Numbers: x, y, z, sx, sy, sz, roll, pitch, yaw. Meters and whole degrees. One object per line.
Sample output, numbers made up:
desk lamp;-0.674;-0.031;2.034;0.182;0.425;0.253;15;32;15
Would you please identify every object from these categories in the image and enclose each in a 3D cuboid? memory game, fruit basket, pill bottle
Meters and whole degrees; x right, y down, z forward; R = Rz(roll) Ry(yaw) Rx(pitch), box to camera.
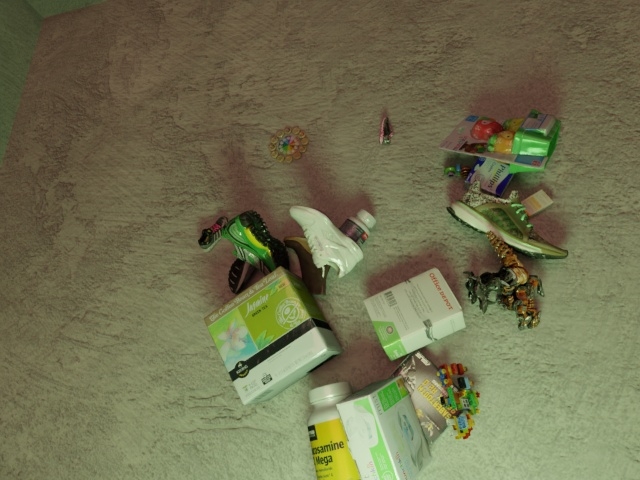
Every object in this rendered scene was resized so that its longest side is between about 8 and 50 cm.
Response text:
memory game;-0.140;-0.418;1.922;0.186;0.012;0.186;-6;67;13
fruit basket;0.644;-0.375;1.562;0.352;0.166;0.327;24;47;26
pill bottle;0.063;0.621;1.356;0.187;0.188;0.334;-18;65;8
pill bottle;0.121;-0.026;1.641;0.108;0.108;0.180;38;83;25

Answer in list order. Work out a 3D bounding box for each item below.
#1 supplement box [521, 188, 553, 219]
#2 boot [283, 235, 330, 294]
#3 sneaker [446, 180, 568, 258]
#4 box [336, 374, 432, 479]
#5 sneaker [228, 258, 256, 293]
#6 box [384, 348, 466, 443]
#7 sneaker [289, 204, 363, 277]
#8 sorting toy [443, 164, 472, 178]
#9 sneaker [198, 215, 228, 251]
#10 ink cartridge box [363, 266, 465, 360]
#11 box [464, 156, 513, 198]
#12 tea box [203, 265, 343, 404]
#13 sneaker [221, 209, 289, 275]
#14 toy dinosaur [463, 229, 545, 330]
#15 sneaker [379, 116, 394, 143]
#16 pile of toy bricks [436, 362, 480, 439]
supplement box;0.752;-0.125;1.545;0.098;0.036;0.062;-30;64;2
boot;-0.062;0.091;1.653;0.248;0.090;0.207;7;90;45
sneaker;0.637;-0.077;1.470;0.410;0.158;0.182;32;98;23
box;0.187;0.560;1.285;0.126;0.231;0.262;-27;74;29
sneaker;-0.271;0.088;1.711;0.100;0.107;0.272;32;97;50
box;0.332;0.491;1.406;0.183;0.056;0.231;-44;64;-5
sneaker;0.000;0.000;1.510;0.305;0.114;0.152;40;74;1
sorting toy;0.515;-0.251;1.648;0.101;0.061;0.042;-2;70;15
sneaker;-0.444;-0.034;1.819;0.063;0.075;0.170;32;80;24
ink cartridge box;0.308;0.240;1.453;0.272;0.115;0.199;-25;47;5
box;0.615;-0.225;1.604;0.137;0.072;0.126;29;80;23
tea box;-0.156;0.321;1.497;0.328;0.220;0.324;-35;68;5
sneaker;-0.225;0.039;1.609;0.146;0.344;0.134;-18;34;23
toy dinosaur;0.590;0.135;1.417;0.218;0.164;0.322;-19;71;6
sneaker;0.275;-0.448;1.806;0.057;0.047;0.120;7;78;11
pile of toy bricks;0.431;0.470;1.313;0.105;0.118;0.213;10;54;-22
